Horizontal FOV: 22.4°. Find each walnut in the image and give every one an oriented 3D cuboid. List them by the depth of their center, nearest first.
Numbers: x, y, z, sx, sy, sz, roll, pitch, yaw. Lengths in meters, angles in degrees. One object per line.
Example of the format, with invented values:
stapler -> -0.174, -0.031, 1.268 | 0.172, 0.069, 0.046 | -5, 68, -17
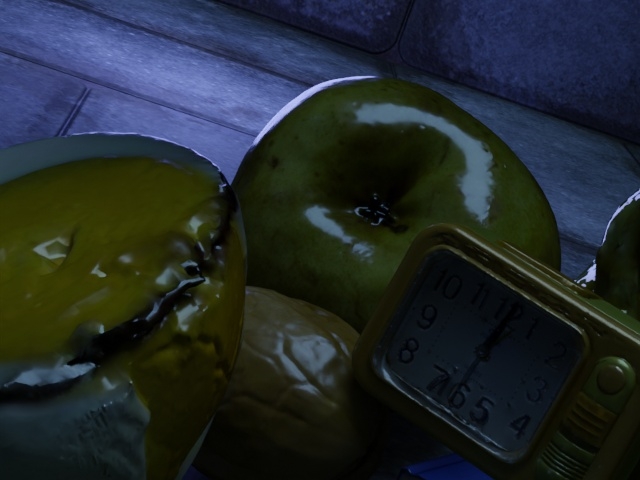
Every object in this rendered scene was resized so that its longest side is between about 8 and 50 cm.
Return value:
walnut -> -0.039, 0.115, 1.225 | 0.206, 0.159, 0.159 | 31, 19, 37

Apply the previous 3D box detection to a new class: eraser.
eraser -> 0.110, 0.205, 1.334 | 0.063, 0.027, 0.084 | 29, 19, 32

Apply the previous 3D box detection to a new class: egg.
egg -> -0.192, 0.081, 1.070 | 0.337, 0.201, 0.337 | -7, 28, 4

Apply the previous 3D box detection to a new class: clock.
clock -> 0.137, 0.088, 1.131 | 0.202, 0.143, 0.096 | 33, 14, 24

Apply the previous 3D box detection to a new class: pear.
pear -> 0.049, 0.018, 1.417 | 0.304, 0.304, 0.304 | 18, 16, -6

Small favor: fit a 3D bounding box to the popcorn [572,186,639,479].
popcorn -> 0.341, 0.107, 1.481 | 0.321, 0.290, 0.326 | 32, 36, -16
